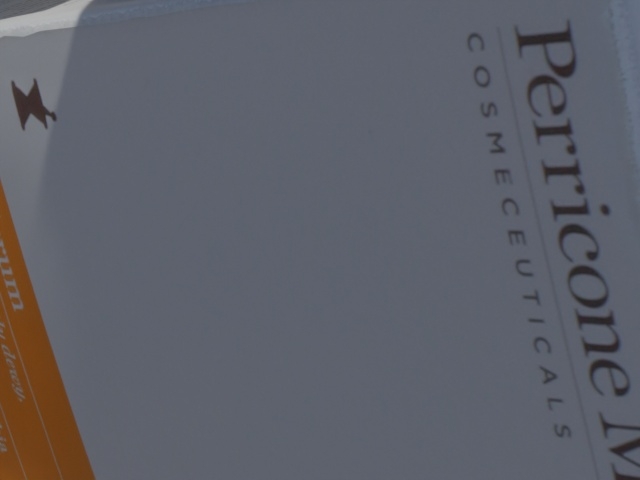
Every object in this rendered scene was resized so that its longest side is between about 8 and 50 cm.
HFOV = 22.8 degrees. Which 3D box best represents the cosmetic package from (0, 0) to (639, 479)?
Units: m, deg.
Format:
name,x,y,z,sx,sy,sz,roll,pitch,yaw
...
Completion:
name,x,y,z,sx,sy,sz,roll,pitch,yaw
cosmetic package,0.000,0.000,0.616,0.161,0.230,0.453,-26,17,-39
